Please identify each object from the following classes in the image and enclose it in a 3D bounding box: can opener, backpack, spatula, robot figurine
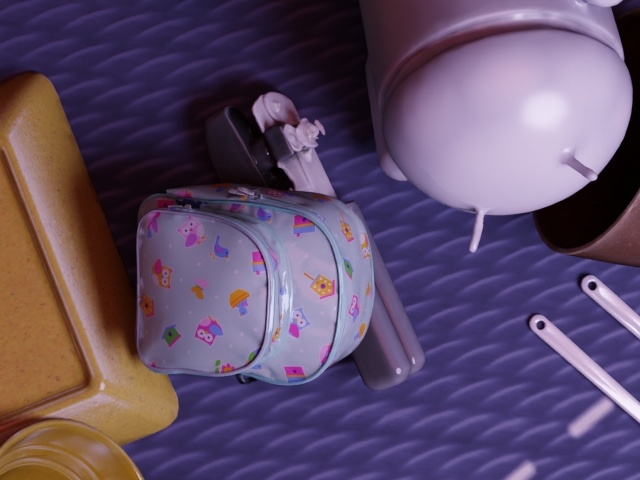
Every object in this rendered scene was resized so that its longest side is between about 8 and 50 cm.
[{"bbox_3d":[0.000,0.000,1.380,0.093,0.074,0.280,-30,88,27],"label":"can opener"},{"bbox_3d":[-0.056,0.037,1.294,0.188,0.144,0.166,3,97,16],"label":"backpack"},{"bbox_3d":[0.319,0.104,1.426,0.242,0.019,0.168,42,86,1],"label":"spatula"},{"bbox_3d":[0.136,-0.169,1.297,0.199,0.300,0.354,10,55,-30],"label":"robot figurine"}]

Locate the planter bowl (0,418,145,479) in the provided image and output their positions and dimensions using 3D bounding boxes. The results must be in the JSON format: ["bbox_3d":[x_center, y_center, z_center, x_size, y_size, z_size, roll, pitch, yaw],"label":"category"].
[{"bbox_3d":[-0.232,0.259,1.295,0.090,0.217,0.217,-15,87,36],"label":"planter bowl"}]

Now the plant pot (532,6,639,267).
[{"bbox_3d":[0.333,-0.056,1.358,0.230,0.215,0.215,19,84,-19],"label":"plant pot"}]

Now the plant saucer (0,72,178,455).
[{"bbox_3d":[-0.326,0.060,1.327,0.332,0.081,0.333,-22,89,-7],"label":"plant saucer"}]
